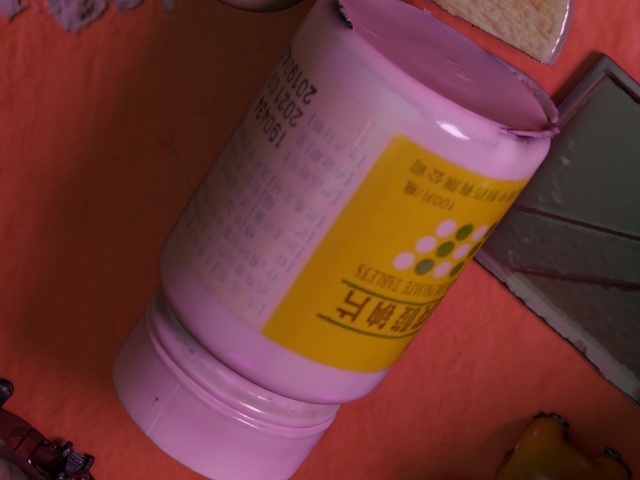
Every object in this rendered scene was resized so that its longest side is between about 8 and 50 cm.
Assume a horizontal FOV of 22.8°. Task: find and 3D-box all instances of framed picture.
[{"bbox_3d":[0.266,0.015,1.280,0.281,0.019,0.209,43,114,4],"label":"framed picture"}]

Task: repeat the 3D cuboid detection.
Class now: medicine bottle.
[{"bbox_3d":[0.000,0.000,1.263,0.213,0.213,0.378,37,114,6],"label":"medicine bottle"}]

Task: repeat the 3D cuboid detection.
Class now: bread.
[{"bbox_3d":[0.125,-0.230,1.251,0.193,0.036,0.112,30,108,13],"label":"bread"}]

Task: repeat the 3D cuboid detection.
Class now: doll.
[{"bbox_3d":[0.186,0.233,1.264,0.135,0.221,0.143,34,117,3],"label":"doll"}]

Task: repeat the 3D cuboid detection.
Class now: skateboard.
[{"bbox_3d":[-0.279,0.211,1.508,0.151,0.067,0.080,39,123,1],"label":"skateboard"}]

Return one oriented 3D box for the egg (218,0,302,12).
[{"bbox_3d":[-0.052,-0.292,1.212,0.186,0.186,0.241,10,124,16],"label":"egg"}]
